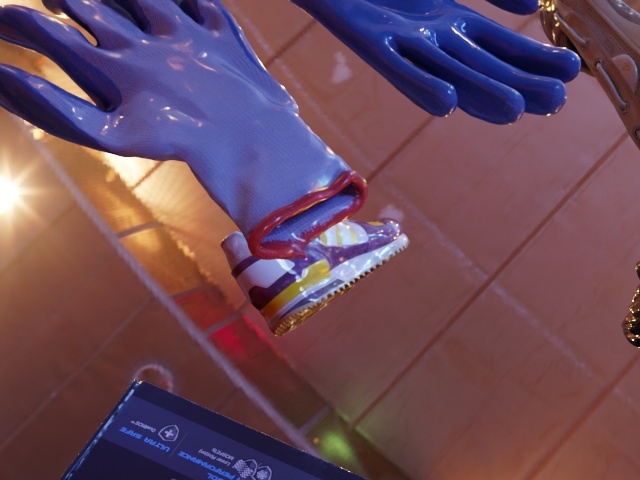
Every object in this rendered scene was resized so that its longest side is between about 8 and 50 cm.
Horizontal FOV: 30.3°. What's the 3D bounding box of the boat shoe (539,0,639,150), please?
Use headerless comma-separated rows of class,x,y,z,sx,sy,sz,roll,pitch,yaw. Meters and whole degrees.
boat shoe,0.139,-0.089,0.575,0.056,0.153,0.048,28,-72,-36

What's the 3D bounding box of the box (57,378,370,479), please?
box,-0.112,0.292,0.990,0.295,0.293,0.073,21,-37,22

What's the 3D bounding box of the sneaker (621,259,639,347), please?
sneaker,0.229,-0.006,0.626,0.130,0.087,0.228,3,-115,21

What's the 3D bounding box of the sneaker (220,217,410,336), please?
sneaker,0.000,0.000,0.869,0.069,0.185,0.084,-38,-94,30

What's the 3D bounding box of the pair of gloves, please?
pair of gloves,-0.009,-0.067,0.414,0.159,0.198,0.023,40,-40,29
